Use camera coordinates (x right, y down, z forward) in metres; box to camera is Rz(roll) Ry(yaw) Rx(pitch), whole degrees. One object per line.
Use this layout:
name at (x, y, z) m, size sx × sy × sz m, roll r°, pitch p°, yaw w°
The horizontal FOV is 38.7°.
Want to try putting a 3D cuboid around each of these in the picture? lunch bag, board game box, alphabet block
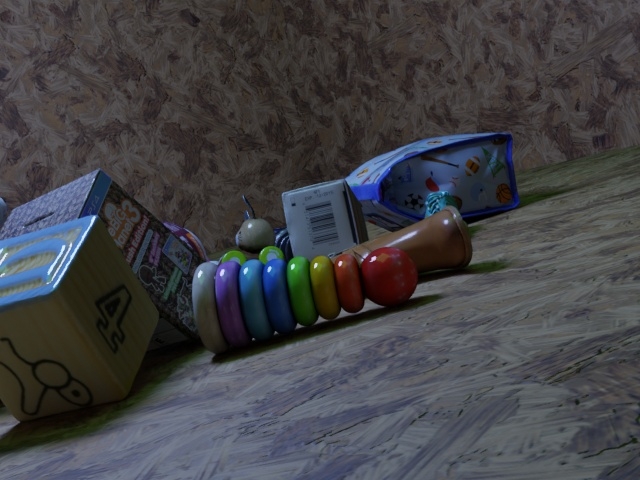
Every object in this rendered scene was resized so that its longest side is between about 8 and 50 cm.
lunch bag at (0.259, -0.138, 2.337) m, size 0.385 × 0.239 × 0.328 m, roll -10°, pitch 4°, yaw -19°
board game box at (-0.358, 0.054, 1.509) m, size 0.232 × 0.291 × 0.141 m, roll -18°, pitch 42°, yaw 33°
alphabet block at (-0.371, 0.110, 1.289) m, size 0.192 × 0.197 × 0.193 m, roll -13°, pitch 32°, yaw 18°

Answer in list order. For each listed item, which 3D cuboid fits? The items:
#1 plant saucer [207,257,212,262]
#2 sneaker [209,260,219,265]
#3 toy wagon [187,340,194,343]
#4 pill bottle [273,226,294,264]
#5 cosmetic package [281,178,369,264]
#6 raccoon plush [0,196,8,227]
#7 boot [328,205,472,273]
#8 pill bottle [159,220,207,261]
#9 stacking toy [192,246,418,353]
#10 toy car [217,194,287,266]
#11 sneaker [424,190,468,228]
plant saucer at (-0.423, 0.119, 2.542) m, size 0.332 × 0.084 × 0.332 m, roll -16°, pitch 5°, yaw 1°
sneaker at (-0.215, 0.099, 2.114) m, size 0.091 × 0.094 × 0.258 m, roll 4°, pitch 3°, yaw -11°
toy wagon at (-0.147, 0.114, 1.666) m, size 0.267 × 0.068 × 0.344 m, roll -19°, pitch 5°, yaw -34°
pill bottle at (-0.080, 0.029, 2.148) m, size 0.122 × 0.123 × 0.219 m, roll -18°, pitch 5°, yaw -23°
cosmetic package at (0.021, -0.017, 1.819) m, size 0.129 × 0.153 × 0.296 m, roll -13°, pitch -6°, yaw 6°
raccoon plush at (-0.635, 0.086, 1.461) m, size 0.216 × 0.299 × 0.446 m, roll -3°, pitch 35°, yaw 15°
boot at (0.116, 0.024, 1.539) m, size 0.220 × 0.109 × 0.283 m, roll -16°, pitch 2°, yaw -16°
pill bottle at (-0.372, 0.073, 2.011) m, size 0.224 × 0.224 × 0.392 m, roll -16°, pitch 5°, yaw 4°
stacking toy at (-0.017, 0.080, 1.366) m, size 0.330 × 0.141 × 0.141 m, roll -9°, pitch 5°, yaw 6°
toy car at (-0.151, 0.006, 1.906) m, size 0.148 × 0.188 × 0.155 m, roll -7°, pitch -23°, yaw -9°
sneaker at (0.258, -0.051, 2.012) m, size 0.107 × 0.110 × 0.275 m, roll -15°, pitch 5°, yaw 13°
